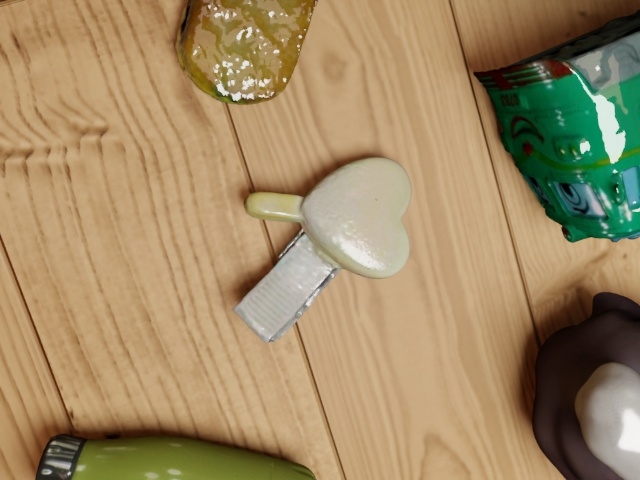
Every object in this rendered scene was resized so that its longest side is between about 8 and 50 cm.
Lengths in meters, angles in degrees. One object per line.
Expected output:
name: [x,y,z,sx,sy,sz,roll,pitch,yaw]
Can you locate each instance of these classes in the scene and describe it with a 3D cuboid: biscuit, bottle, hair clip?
biscuit: [-0.058,-0.252,0.607,0.119,0.029,0.247,18,94,-15]
bottle: [-0.139,0.249,0.612,0.260,0.112,0.112,15,95,-7]
hair clip: [-0.002,-0.002,0.626,0.159,0.071,0.218,43,86,-7]

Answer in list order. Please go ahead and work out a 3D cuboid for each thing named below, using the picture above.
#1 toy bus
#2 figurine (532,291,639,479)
toy bus: [0.343,-0.134,0.588,0.344,0.183,0.199,-22,104,-2]
figurine: [0.387,0.154,0.612,0.365,0.206,0.217,-12,112,-6]
